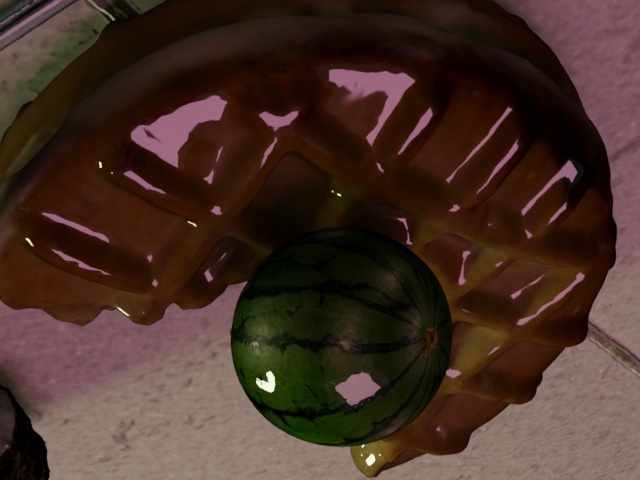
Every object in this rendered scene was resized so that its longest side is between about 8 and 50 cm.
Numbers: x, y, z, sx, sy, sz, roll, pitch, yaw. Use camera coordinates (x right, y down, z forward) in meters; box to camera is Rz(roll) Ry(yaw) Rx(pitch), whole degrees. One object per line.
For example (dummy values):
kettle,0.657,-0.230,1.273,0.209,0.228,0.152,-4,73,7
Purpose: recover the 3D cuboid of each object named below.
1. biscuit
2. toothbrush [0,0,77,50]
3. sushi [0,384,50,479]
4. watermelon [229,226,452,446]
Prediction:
biscuit,0.018,-0.008,0.709,0.366,0.115,0.268,25,123,-41
toothbrush,-0.168,-0.084,0.624,0.219,0.019,0.016,-30,140,10
sushi,-0.237,0.144,0.789,0.150,0.090,0.078,-20,143,-4
watermelon,0.004,0.043,0.601,0.109,0.109,0.109,-11,138,-10
